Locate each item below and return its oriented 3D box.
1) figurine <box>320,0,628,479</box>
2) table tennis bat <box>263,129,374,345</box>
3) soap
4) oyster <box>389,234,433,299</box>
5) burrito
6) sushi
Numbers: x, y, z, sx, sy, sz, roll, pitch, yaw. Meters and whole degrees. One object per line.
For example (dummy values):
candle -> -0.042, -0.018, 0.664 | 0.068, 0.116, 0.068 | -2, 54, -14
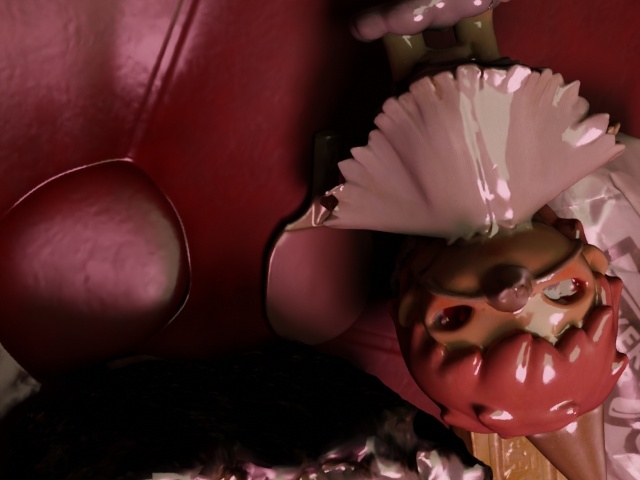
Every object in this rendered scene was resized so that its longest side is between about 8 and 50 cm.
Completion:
figurine -> 0.117, 0.022, 1.053 | 0.207, 0.166, 0.387 | -15, 100, -1
table tennis bat -> 0.000, 0.000, 1.104 | 0.087, 0.013, 0.156 | -9, 115, -28
soap -> 0.157, 0.228, 1.279 | 0.092, 0.037, 0.252 | -20, 118, -24
oyster -> 0.097, 0.025, 1.159 | 0.098, 0.037, 0.100 | -33, 123, -17
burrito -> 0.250, 0.109, 1.239 | 0.139, 0.101, 0.445 | -42, 122, -40
sushi -> -0.052, 0.180, 1.045 | 0.350, 0.171, 0.211 | 0, 110, -32
